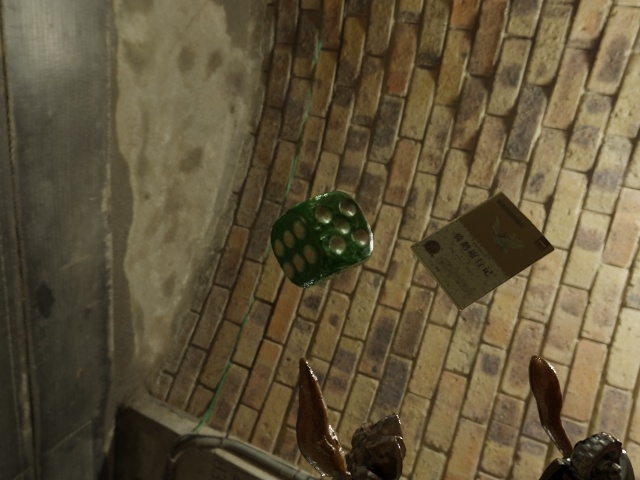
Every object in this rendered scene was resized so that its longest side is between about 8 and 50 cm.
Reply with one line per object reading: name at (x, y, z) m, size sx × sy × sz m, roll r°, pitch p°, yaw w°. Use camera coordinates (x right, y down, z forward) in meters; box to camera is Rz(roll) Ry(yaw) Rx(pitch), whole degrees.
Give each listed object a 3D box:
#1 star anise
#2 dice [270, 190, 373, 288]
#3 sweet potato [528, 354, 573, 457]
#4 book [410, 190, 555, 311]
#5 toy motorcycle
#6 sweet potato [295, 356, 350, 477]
star anise at (0.099, 0.543, 1.125) m, size 0.315 × 0.108 × 0.315 m, roll -52°, pitch -179°, yaw 2°
dice at (0.000, 0.000, 0.818) m, size 0.120 × 0.128 × 0.131 m, roll -18°, pitch 81°, yaw -39°
sweet potato at (0.406, 0.302, 0.860) m, size 0.050 × 0.050 × 0.214 m, roll -38°, pitch 111°, yaw -60°
book at (0.427, 0.021, 1.306) m, size 0.310 × 0.217 × 0.021 m, roll -31°, pitch 155°, yaw -10°
toy motorcycle at (0.386, 0.404, 0.748) m, size 0.159 × 0.106 × 0.270 m, roll 13°, pitch 106°, yaw -39°
sweet potato at (-0.012, 0.276, 0.733) m, size 0.068 × 0.068 × 0.226 m, roll -44°, pitch 120°, yaw -56°
